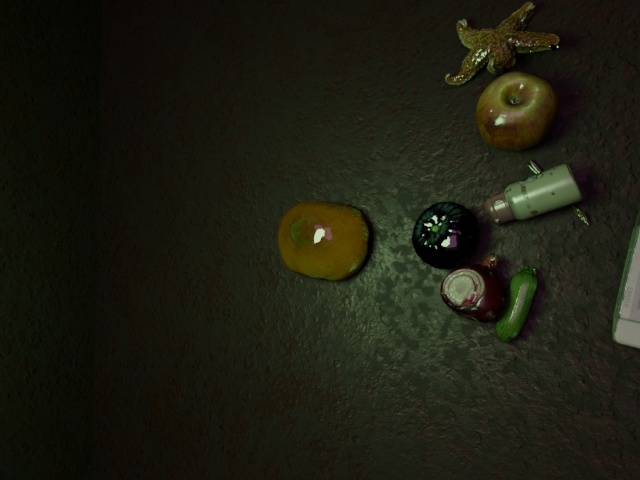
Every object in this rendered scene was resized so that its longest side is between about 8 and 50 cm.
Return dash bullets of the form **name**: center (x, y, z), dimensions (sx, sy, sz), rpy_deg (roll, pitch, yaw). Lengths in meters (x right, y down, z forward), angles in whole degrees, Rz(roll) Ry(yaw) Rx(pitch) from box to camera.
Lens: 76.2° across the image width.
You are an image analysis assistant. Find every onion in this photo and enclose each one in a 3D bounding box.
- **onion**: center (0.443, 0.133, 1.131), dimensions (0.198, 0.135, 0.173), rpy_deg (-50, 43, -5)

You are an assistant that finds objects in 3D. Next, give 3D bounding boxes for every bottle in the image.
- **bottle**: center (0.567, -0.116, 1.108), dimensions (0.233, 0.110, 0.110), rpy_deg (-23, 73, 35)

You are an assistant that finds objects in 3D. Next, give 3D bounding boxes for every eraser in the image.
- **eraser**: center (0.797, 0.088, 0.999), dimensions (0.089, 0.061, 0.352), rpy_deg (13, 89, 27)

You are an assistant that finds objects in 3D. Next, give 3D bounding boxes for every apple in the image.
- **apple**: center (0.538, -0.352, 1.122), dimensions (0.211, 0.188, 0.211), rpy_deg (-4, 79, 22)

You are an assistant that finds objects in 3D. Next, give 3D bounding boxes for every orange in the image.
- **orange**: center (-0.005, 0.001, 1.356), dimensions (0.335, 0.196, 0.262), rpy_deg (11, 101, 20)

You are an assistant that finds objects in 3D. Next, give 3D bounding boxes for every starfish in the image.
- **starfish**: center (0.509, -0.564, 1.192), dimensions (0.312, 0.113, 0.303), rpy_deg (-15, 51, 32)

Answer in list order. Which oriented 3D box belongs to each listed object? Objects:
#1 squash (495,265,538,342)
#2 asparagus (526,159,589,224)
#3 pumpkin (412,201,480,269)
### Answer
- **squash**: center (0.535, 0.174, 1.107), dimensions (0.068, 0.077, 0.219), rpy_deg (20, 89, 19)
- **asparagus**: center (0.655, -0.135, 1.124), dimensions (0.023, 0.022, 0.233), rpy_deg (-26, 66, -15)
- **pumpkin**: center (0.362, -0.013, 1.183), dimensions (0.202, 0.140, 0.202), rpy_deg (-21, 57, 37)
